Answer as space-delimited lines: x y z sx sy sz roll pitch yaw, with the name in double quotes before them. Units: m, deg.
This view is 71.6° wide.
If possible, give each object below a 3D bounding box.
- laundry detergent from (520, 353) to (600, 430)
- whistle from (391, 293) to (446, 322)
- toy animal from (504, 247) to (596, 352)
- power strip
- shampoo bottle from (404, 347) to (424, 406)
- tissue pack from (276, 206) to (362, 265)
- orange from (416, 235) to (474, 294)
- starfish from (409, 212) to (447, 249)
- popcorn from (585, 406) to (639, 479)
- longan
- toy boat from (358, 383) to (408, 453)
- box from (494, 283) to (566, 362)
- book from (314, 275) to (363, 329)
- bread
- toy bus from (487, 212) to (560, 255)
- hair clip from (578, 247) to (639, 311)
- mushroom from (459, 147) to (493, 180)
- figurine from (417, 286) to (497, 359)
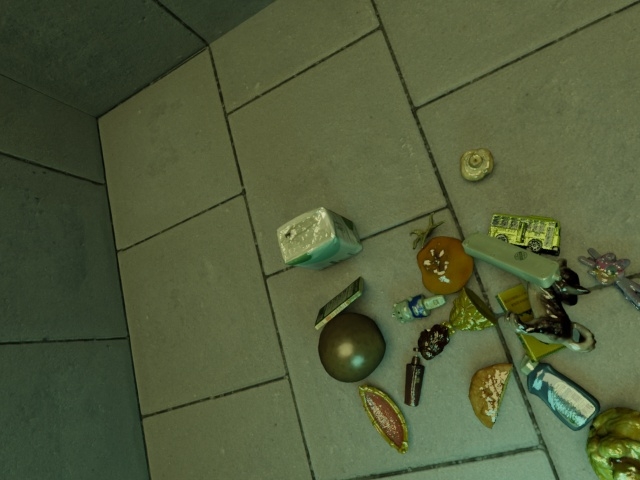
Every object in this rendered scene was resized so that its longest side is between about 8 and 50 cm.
"laundry detergent" 0.865 0.549 1.644 0.290 0.094 0.143 44 114 28
"whistle" 0.413 0.286 1.892 0.244 0.092 0.110 -21 94 26
"toy animal" 0.856 0.223 1.613 0.302 0.194 0.345 18 71 15
"power strip" 0.691 0.066 1.613 0.091 0.062 0.385 -42 37 -12
"shampoo bottle" 0.398 0.573 1.873 0.067 0.068 0.237 1 82 46
"tissue pack" 0.001 0.002 1.992 0.266 0.356 0.194 -27 71 20
"orange" 0.513 0.099 1.830 0.248 0.183 0.249 -4 80 26
"starfish" 0.458 -0.039 1.907 0.217 0.050 0.224 -36 22 55
"popcorn" 1.008 0.686 1.459 0.225 0.276 0.277 7 85 31
"longan" 0.132 0.456 1.910 0.297 0.297 0.298 -4 80 25
"toy boat" 0.273 0.749 1.887 0.141 0.099 0.318 -42 64 10
"box" 0.807 0.305 1.696 0.152 0.041 0.279 -20 69 -8
"book" 0.087 0.279 2.001 0.264 0.202 0.027 -41 95 13
"bread" 0.650 0.576 1.719 0.133 0.129 0.261 22 89 28
"toy bus" 0.803 -0.024 1.743 0.261 0.128 0.150 10 83 28
"hair clip" 1.082 0.132 1.607 0.137 0.090 0.278 -41 67 5
"mushroom" 0.657 -0.321 1.871 0.147 0.112 0.148 -5 74 18
"figurine" 0.529 0.356 1.813 0.315 0.187 0.168 -44 30 23
